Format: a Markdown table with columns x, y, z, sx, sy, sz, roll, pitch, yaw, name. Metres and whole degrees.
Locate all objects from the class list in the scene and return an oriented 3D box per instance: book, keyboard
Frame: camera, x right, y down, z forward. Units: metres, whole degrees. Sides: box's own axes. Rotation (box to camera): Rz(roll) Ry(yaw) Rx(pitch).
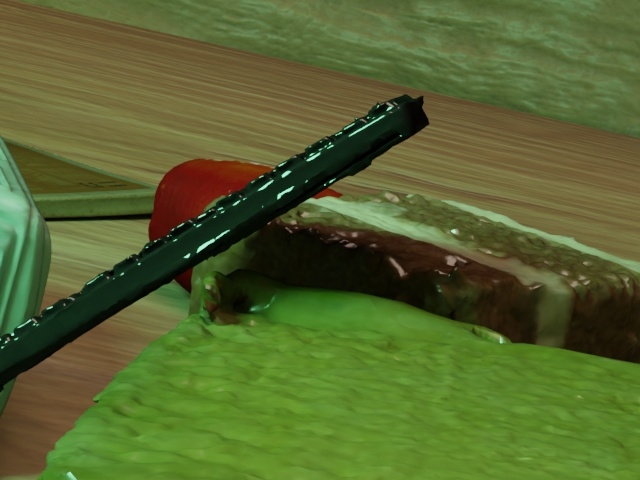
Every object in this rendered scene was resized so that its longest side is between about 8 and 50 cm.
| x | y | z | sx | sy | sz | roll | pitch | yaw | name |
| --- | --- | --- | --- | --- | --- | --- | --- | --- | --- |
| -0.246 | -0.054 | 1.258 | 0.242 | 0.018 | 0.170 | 18 | 13 | 35 | book |
| -0.074 | 0.023 | 0.566 | 0.250 | 0.017 | 0.087 | -31 | 1 | 11 | keyboard |

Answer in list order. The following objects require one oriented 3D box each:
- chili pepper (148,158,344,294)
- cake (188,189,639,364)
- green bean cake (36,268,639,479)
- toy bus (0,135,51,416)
| x | y | z | sx | sy | sz | roll | pitch | yaw | name |
| --- | --- | --- | --- | --- | --- | --- | --- | --- | --- |
| 0.019 | 0.029 | 0.975 | 0.368 | 0.092 | 0.137 | 27 | -2 | 33 | chili pepper |
| 0.038 | 0.054 | 0.651 | 0.134 | 0.135 | 0.147 | 19 | 17 | 35 | cake |
| 0.053 | 0.102 | 0.442 | 0.233 | 0.124 | 0.236 | 12 | 10 | 6 | green bean cake |
| -0.206 | -0.008 | 0.736 | 0.165 | 0.133 | 0.271 | 13 | 11 | -20 | toy bus |
